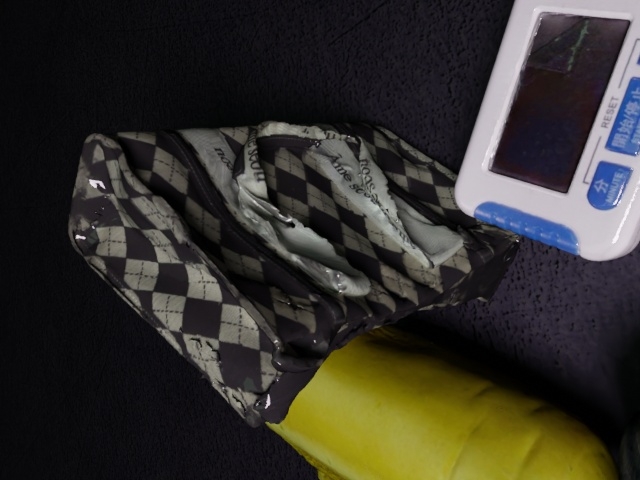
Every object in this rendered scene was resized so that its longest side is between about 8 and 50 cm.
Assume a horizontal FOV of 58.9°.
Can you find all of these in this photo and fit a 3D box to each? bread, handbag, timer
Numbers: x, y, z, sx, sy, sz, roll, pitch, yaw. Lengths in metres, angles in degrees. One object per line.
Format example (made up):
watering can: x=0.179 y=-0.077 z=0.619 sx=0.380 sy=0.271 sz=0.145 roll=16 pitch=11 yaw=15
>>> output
bread: x=0.132 y=0.228 z=0.622 sx=0.376 sy=0.251 sz=0.208 roll=20 pitch=63 yaw=42
handbag: x=0.000 y=0.000 z=0.609 sx=0.316 sy=0.416 sz=0.180 roll=40 pitch=125 yaw=33
timer: x=0.244 y=-0.122 z=0.531 sx=0.178 sy=0.078 sz=0.254 roll=28 pitch=108 yaw=40

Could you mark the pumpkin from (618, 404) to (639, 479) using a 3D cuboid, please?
pumpkin: x=0.380 y=0.181 z=0.417 sx=0.295 sy=0.295 sz=0.296 roll=1 pitch=92 yaw=41
